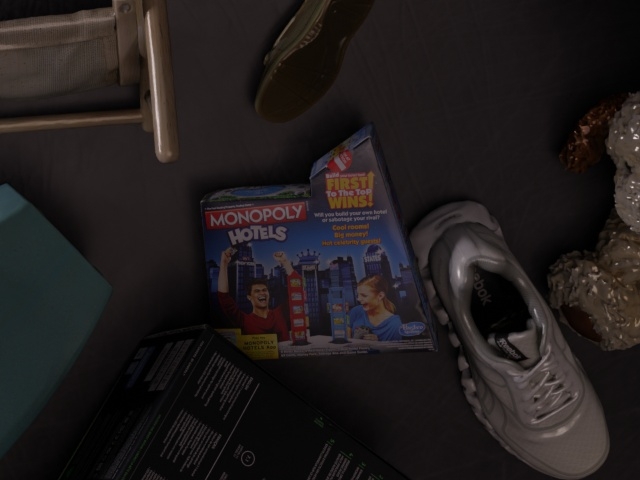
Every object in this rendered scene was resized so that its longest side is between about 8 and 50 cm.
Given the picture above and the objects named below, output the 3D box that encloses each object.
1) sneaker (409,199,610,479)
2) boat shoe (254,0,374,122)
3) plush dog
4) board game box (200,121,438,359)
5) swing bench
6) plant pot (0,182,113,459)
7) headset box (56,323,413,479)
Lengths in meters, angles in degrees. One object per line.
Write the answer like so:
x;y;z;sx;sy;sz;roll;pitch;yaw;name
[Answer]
0.175;0.105;1.709;0.110;0.118;0.292;-34;112;-4;sneaker
-0.008;-0.169;1.629;0.056;0.048;0.153;22;106;-30;boat shoe
0.327;-0.033;1.671;0.210;0.262;0.225;-43;126;-34;plush dog
0.000;0.000;1.651;0.194;0.060;0.194;-2;106;4;board game box
-0.247;-0.186;1.499;0.253;0.165;0.255;-5;104;-10;swing bench
-0.293;0.077;1.569;0.234;0.165;0.166;-44;110;-6;plant pot
-0.075;0.253;1.635;0.283;0.131;0.246;37;67;-20;headset box
